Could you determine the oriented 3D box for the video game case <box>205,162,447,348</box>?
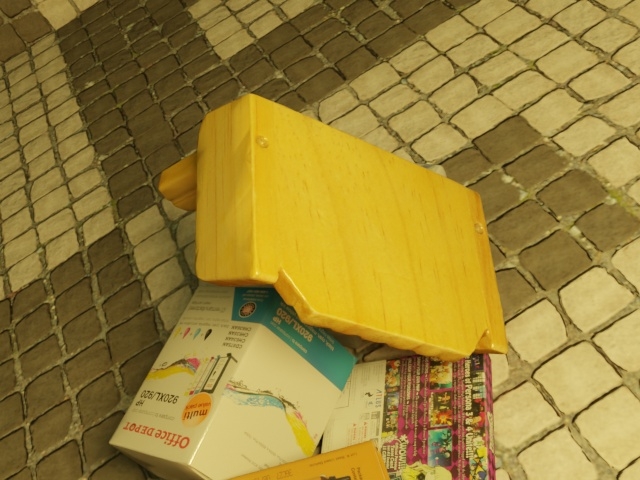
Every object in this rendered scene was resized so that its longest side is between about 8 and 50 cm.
[{"bbox_3d":[0.000,0.000,1.307,0.299,0.036,0.329,8,54,36],"label":"video game case"}]

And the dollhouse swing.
[{"bbox_3d":[-0.020,0.028,1.036,0.305,0.346,0.315,-36,47,42],"label":"dollhouse swing"}]

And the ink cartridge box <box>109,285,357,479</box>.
[{"bbox_3d":[-0.105,0.198,1.046,0.171,0.168,0.233,-1,53,45],"label":"ink cartridge box"}]

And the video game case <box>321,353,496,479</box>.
[{"bbox_3d":[0.101,0.242,1.006,0.210,0.042,0.232,-13,44,21],"label":"video game case"}]

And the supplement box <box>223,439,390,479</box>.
[{"bbox_3d":[-0.038,0.291,0.906,0.233,0.080,0.078,-15,41,-4],"label":"supplement box"}]
